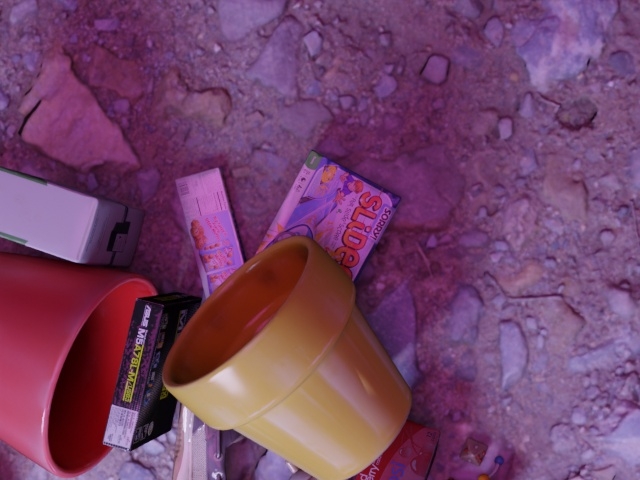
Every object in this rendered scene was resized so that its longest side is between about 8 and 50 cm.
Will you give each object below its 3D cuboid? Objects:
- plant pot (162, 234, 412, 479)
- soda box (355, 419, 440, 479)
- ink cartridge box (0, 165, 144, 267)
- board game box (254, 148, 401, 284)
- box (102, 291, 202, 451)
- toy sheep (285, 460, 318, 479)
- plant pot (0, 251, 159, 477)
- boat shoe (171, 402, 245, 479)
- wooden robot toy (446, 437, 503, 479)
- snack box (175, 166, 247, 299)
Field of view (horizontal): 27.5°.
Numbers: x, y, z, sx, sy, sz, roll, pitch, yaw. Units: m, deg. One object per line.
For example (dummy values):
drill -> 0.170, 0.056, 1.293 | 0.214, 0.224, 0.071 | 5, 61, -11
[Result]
plant pot -> -0.024, 0.163, 1.602 | 0.254, 0.254, 0.239 | -41, 108, 8
soda box -> 0.069, 0.354, 1.631 | 0.083, 0.092, 0.263 | 19, 63, 10
ink cartridge box -> -0.335, -0.028, 1.697 | 0.153, 0.208, 0.086 | 18, 89, 9
board game box -> 0.000, 0.000, 1.714 | 0.136, 0.035, 0.201 | 28, 95, -2
box -> -0.215, 0.165, 1.689 | 0.045, 0.184, 0.190 | 14, 92, 12
toy sheep -> -0.007, 0.339, 1.703 | 0.091, 0.091, 0.132 | -37, 98, 8
plant pot -> -0.376, 0.137, 1.693 | 0.243, 0.275, 0.275 | 18, 93, 20
boat shoe -> -0.143, 0.250, 1.724 | 0.092, 0.103, 0.285 | 6, 87, -4
wooden robot toy -> 0.197, 0.343, 1.670 | 0.076, 0.079, 0.173 | -2, 89, 10
snack box -> -0.142, -0.005, 1.756 | 0.064, 0.022, 0.178 | -15, 88, 7
